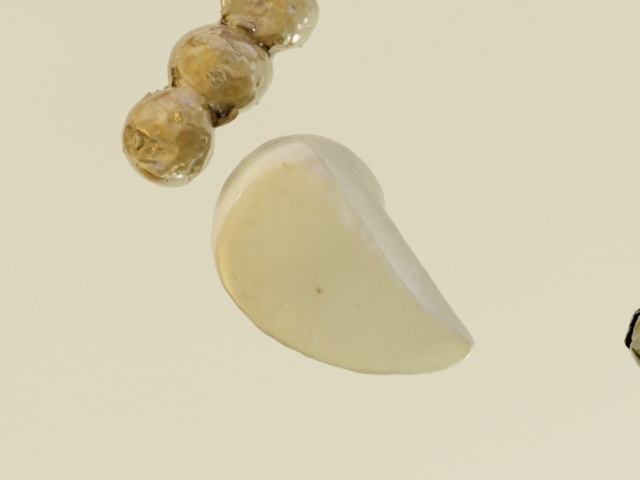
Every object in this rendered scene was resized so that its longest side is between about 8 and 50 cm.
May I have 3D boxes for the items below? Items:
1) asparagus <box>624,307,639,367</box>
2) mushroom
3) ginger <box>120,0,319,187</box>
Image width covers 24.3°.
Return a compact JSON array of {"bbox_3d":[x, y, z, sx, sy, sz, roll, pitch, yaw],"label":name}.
[{"bbox_3d":[0.344,0.155,0.987,0.108,0.128,0.382,-48,-64,-9],"label":"asparagus"},{"bbox_3d":[0.000,0.000,1.089,0.177,0.397,0.126,44,-86,-8],"label":"mushroom"},{"bbox_3d":[-0.080,-0.132,1.167,0.080,0.104,0.204,36,-93,6],"label":"ginger"}]
